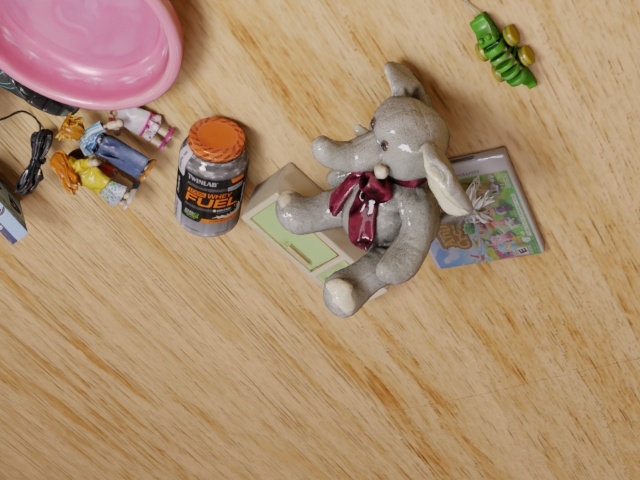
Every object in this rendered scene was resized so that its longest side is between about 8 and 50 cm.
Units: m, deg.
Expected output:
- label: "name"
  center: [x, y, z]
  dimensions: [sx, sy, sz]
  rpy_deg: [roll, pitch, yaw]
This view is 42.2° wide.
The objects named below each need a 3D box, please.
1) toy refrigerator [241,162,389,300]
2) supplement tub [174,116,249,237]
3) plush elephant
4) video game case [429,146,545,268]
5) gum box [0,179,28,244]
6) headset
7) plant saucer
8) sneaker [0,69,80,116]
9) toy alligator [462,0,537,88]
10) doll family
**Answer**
- label: "toy refrigerator"
  center: [0.000, 0.000, 1.446]
  dimensions: [0.269, 0.094, 0.102]
  rpy_deg: [41, 133, -21]
- label: "supplement tub"
  center: [-0.183, -0.106, 1.396]
  dimensions: [0.116, 0.117, 0.190]
  rpy_deg: [18, 137, 3]
- label: "plush elephant"
  center: [0.094, -0.091, 1.189]
  dimensions: [0.329, 0.272, 0.256]
  rpy_deg: [-17, 133, -3]
- label: "video game case"
  center: [0.243, -0.045, 1.359]
  dimensions: [0.193, 0.023, 0.212]
  rpy_deg: [-10, 128, 29]
- label: "gum box"
  center: [-0.619, -0.090, 1.550]
  dimensions: [0.041, 0.184, 0.157]
  rpy_deg: [-37, 121, -6]
- label: "headset"
  center: [-0.648, -0.206, 1.385]
  dimensions: [0.394, 0.243, 0.185]
  rpy_deg: [16, 101, -31]
- label: "plant saucer"
  center: [-0.360, -0.332, 1.228]
  dimensions: [0.331, 0.084, 0.332]
  rpy_deg: [7, 148, 4]
- label: "sneaker"
  center: [-0.513, -0.300, 1.370]
  dimensions: [0.267, 0.101, 0.106]
  rpy_deg: [37, 166, -26]
- label: "toy alligator"
  center: [0.234, -0.267, 1.124]
  dimensions: [0.056, 0.051, 0.189]
  rpy_deg: [-26, 119, 37]
- label: "doll family"
  center: [-0.376, -0.145, 1.428]
  dimensions: [0.163, 0.118, 0.263]
  rpy_deg: [31, 134, -14]
